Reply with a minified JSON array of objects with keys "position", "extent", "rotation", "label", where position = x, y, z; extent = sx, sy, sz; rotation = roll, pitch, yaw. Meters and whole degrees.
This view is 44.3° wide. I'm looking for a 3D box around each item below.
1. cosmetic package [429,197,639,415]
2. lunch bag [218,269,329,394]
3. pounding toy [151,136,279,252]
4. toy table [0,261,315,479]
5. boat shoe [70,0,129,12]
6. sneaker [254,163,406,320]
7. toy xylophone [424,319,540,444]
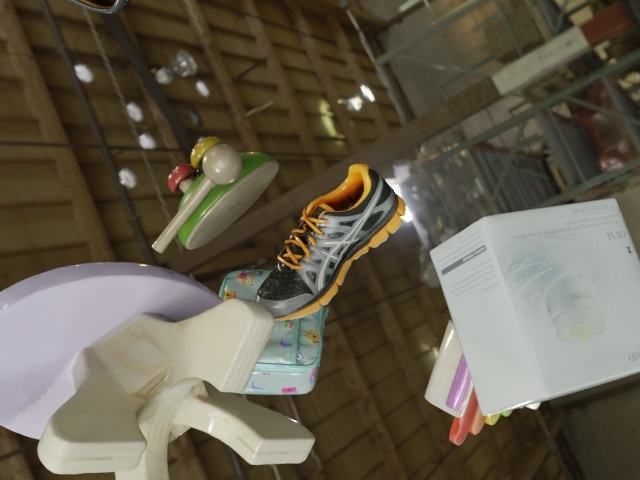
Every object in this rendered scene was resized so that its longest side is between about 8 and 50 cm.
[{"position":[0.293,0.081,1.000],"extent":[0.224,0.138,0.224],"rotation":[-9,-106,-27],"label":"cosmetic package"},{"position":[-0.096,0.173,1.570],"extent":[0.279,0.224,0.108],"rotation":[-88,0,-49],"label":"lunch bag"},{"position":[-0.168,-0.085,1.119],"extent":[0.110,0.183,0.237],"rotation":[46,-170,5],"label":"pounding toy"},{"position":[-0.143,0.134,0.665],"extent":[0.274,0.252,0.161],"rotation":[-1,-154,-41],"label":"toy table"},{"position":[-0.297,-0.309,0.799],"extent":[0.233,0.084,0.079],"rotation":[26,-135,-16],"label":"boat shoe"},{"position":[0.000,0.000,0.878],"extent":[0.084,0.215,0.083],"rotation":[27,158,47],"label":"sneaker"},{"position":[0.262,0.163,1.168],"extent":[0.323,0.081,0.236],"rotation":[0,-74,-53],"label":"toy xylophone"}]
